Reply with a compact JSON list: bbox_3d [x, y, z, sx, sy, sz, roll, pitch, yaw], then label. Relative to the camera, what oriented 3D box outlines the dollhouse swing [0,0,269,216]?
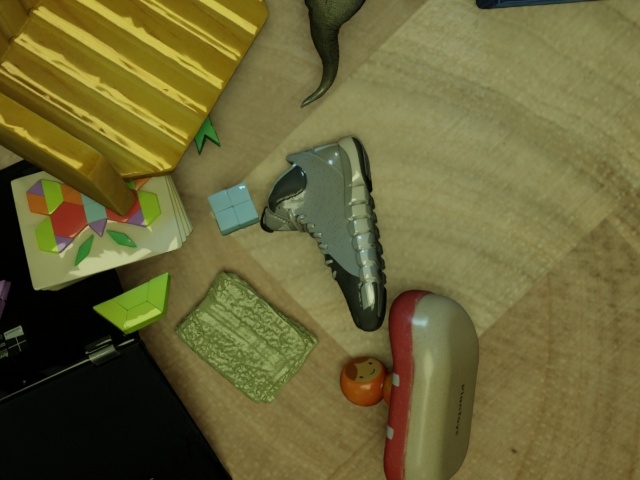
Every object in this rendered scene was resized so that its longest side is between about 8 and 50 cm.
[{"bbox_3d":[-0.212,-0.261,1.080,0.315,0.305,0.347,31,76,-7],"label":"dollhouse swing"}]

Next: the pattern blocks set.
[{"bbox_3d":[-0.246,-0.033,1.231,0.325,0.026,0.285,-31,72,-7],"label":"pattern blocks set"}]

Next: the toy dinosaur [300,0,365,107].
[{"bbox_3d":[0.023,-0.299,1.203,0.121,0.160,0.313,31,95,-6],"label":"toy dinosaur"}]

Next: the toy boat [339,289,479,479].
[{"bbox_3d":[0.093,0.170,1.301,0.151,0.151,0.231,9,99,25],"label":"toy boat"}]

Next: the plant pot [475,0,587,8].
[{"bbox_3d":[0.285,-0.370,1.174,0.236,0.236,0.212,-6,93,-1],"label":"plant pot"}]

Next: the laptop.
[{"bbox_3d":[-0.371,0.171,1.325,0.382,0.236,0.408,-25,70,1],"label":"laptop"}]

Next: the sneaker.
[{"bbox_3d":[0.000,0.000,1.273,0.132,0.086,0.229,-9,71,9],"label":"sneaker"}]

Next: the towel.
[{"bbox_3d":[-0.088,0.116,1.325,0.148,0.027,0.110,38,96,-8],"label":"towel"}]
